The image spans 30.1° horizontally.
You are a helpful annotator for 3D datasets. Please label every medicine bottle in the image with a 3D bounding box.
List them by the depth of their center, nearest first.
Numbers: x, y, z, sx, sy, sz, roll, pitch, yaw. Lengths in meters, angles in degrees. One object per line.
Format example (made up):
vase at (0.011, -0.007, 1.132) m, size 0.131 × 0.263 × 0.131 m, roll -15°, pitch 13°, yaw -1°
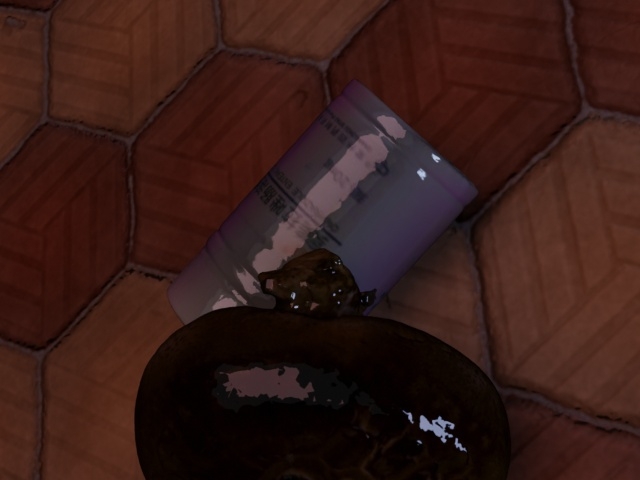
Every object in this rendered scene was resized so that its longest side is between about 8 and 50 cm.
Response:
medicine bottle at (0.000, 0.000, 1.046) m, size 0.254 × 0.152 × 0.152 m, roll -47°, pitch 54°, yaw 6°

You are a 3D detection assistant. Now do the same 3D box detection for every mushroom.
mushroom at (-0.002, 0.154, 0.921) m, size 0.297 × 0.163 × 0.278 m, roll -1°, pitch 103°, yaw 9°
